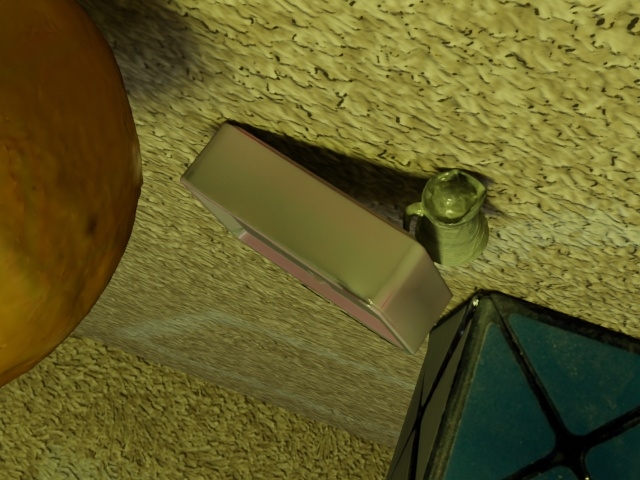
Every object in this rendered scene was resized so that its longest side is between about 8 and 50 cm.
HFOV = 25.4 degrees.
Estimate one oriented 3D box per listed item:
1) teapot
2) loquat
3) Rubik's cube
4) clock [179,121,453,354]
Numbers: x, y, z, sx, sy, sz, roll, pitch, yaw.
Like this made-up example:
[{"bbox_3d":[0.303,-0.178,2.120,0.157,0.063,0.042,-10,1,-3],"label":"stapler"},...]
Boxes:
[{"bbox_3d":[0.094,-0.020,1.053,0.067,0.057,0.083,-8,157,-1],"label":"teapot"},{"bbox_3d":[-0.265,-0.051,0.858,0.329,0.328,0.328,17,167,4],"label":"loquat"},{"bbox_3d":[0.213,0.217,1.431,0.260,0.259,0.255,22,165,-3],"label":"Rubik's cube"},{"bbox_3d":[0.000,0.000,1.111,0.197,0.063,0.150,33,173,23],"label":"clock"}]
